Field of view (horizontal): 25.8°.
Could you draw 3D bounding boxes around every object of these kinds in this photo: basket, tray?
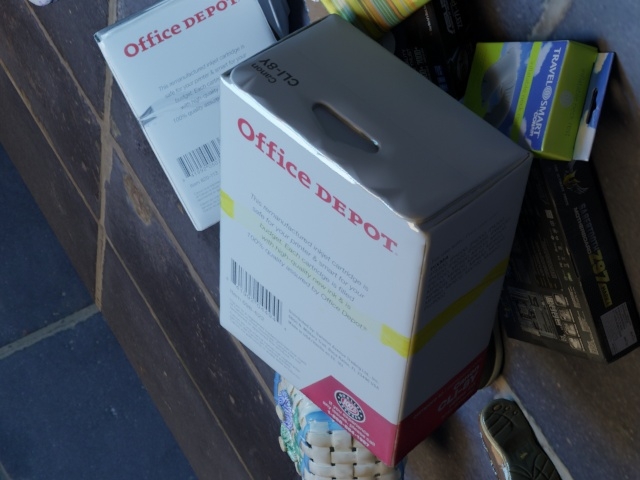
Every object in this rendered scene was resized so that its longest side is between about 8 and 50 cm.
[{"bbox_3d":[0.035,0.204,1.959,0.289,0.201,0.255,-88,-3,-46],"label":"basket"},{"bbox_3d":[-0.091,-0.358,1.730,0.145,0.030,0.270,55,176,21],"label":"tray"}]

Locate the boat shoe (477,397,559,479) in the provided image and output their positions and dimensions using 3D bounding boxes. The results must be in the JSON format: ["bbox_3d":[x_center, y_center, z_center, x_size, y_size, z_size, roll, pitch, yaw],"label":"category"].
[{"bbox_3d":[0.246,0.282,1.724,0.060,0.064,0.178,117,131,-69],"label":"boat shoe"}]

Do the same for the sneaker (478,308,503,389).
[{"bbox_3d":[0.149,0.110,1.673,0.083,0.118,0.222,43,149,42],"label":"sneaker"}]

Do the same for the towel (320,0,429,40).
[{"bbox_3d":[0.092,-0.283,1.352,0.237,0.021,0.102,-31,99,37],"label":"towel"}]

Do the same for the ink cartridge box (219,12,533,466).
[{"bbox_3d":[0.042,0.005,1.439,0.279,0.160,0.385,39,147,26],"label":"ink cartridge box"}]

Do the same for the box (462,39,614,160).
[{"bbox_3d":[0.200,-0.134,1.336,0.178,0.042,0.109,13,90,63],"label":"box"}]

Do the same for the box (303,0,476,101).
[{"bbox_3d":[0.071,-0.231,1.454,0.147,0.077,0.180,-3,114,32],"label":"box"}]

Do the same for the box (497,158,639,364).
[{"bbox_3d":[0.230,0.004,1.456,0.183,0.059,0.233,11,124,63],"label":"box"}]

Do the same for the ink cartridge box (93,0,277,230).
[{"bbox_3d":[-0.139,-0.189,1.822,0.283,0.207,0.117,64,174,-18],"label":"ink cartridge box"}]

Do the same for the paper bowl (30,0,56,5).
[{"bbox_3d":[-0.444,-0.537,2.269,0.284,0.148,0.284,48,152,36],"label":"paper bowl"}]
